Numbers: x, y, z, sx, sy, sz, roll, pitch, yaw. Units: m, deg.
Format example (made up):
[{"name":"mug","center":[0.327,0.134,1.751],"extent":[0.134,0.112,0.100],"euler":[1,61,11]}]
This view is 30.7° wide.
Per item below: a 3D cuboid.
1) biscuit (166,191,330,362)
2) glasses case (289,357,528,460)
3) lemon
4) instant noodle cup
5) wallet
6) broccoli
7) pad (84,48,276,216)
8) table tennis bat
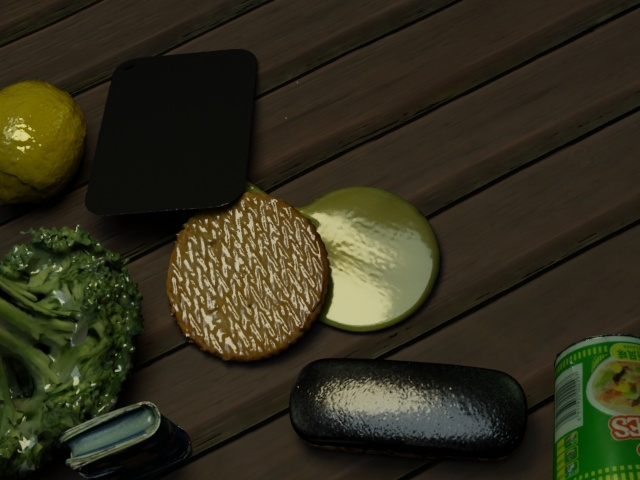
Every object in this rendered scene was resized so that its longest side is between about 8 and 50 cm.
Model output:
[{"name":"biscuit","center":[-0.106,0.052,1.694],"extent":[0.254,0.035,0.254],"euler":[-4,75,14]},{"name":"glasses case","center":[0.117,0.228,1.576],"extent":[0.321,0.082,0.122],"euler":[3,61,10]},{"name":"lemon","center":[-0.448,-0.151,1.800],"extent":[0.180,0.181,0.193],"euler":[32,49,21]},{"name":"instant noodle cup","center":[0.375,0.253,1.481],"extent":[0.207,0.207,0.233],"euler":[-4,55,5]},{"name":"wallet","center":[-0.254,0.272,1.532],"extent":[0.141,0.202,0.059],"euler":[-20,72,-2]},{"name":"broccoli","center":[-0.422,0.141,1.591],"extent":[0.249,0.302,0.375],"euler":[3,60,53]},{"name":"pad","center":[-0.191,-0.161,1.838],"extent":[0.315,0.063,0.375],"euler":[-4,47,8]},{"name":"table tennis bat","center":[0.000,0.000,1.733],"extent":[0.368,0.054,0.224],"euler":[25,72,15]}]
